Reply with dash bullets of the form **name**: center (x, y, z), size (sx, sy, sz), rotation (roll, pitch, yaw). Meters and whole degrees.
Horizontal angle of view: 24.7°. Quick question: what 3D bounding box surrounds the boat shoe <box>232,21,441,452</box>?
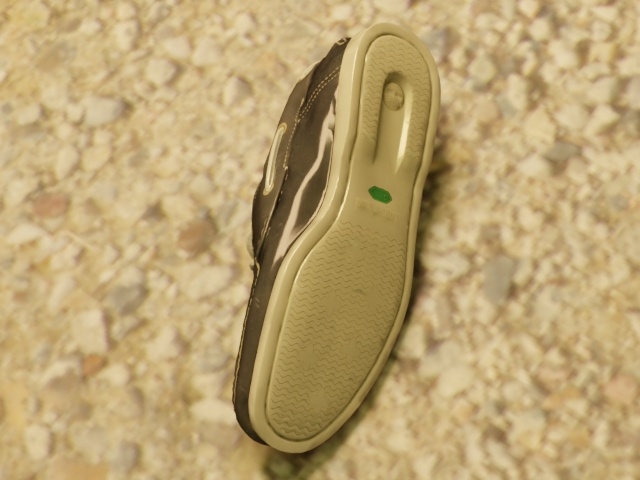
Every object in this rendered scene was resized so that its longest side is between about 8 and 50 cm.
- **boat shoe**: center (0.000, 0.000, 0.766), size (0.079, 0.084, 0.233), rotation (-9, 60, 47)
